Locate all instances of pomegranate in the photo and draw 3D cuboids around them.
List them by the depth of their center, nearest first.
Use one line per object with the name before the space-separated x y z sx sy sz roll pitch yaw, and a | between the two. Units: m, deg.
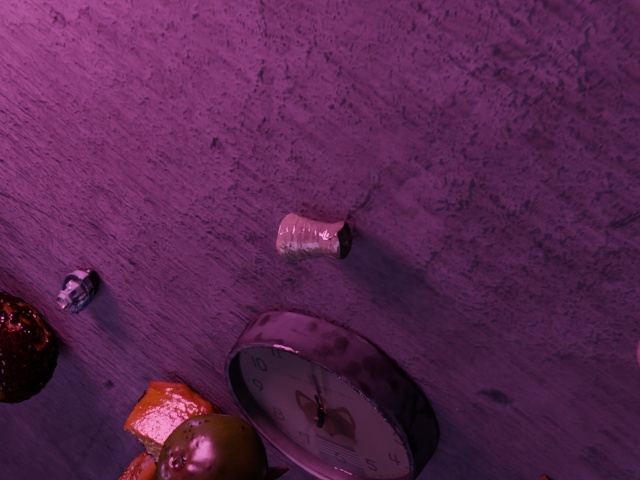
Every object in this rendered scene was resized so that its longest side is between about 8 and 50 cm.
pomegranate | -0.147 0.368 1.260 0.181 0.182 0.224 -5 153 43

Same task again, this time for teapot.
teapot | 0.000 0.000 0.912 0.083 0.057 0.067 3 168 34

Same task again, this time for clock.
clock | 0.007 0.238 1.139 0.325 0.067 0.325 24 141 21

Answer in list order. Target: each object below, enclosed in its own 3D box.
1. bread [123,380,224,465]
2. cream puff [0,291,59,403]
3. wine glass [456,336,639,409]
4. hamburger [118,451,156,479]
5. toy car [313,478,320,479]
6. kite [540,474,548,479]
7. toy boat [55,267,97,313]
bread | -0.208 0.355 1.395 0.134 0.129 0.260 -25 111 46
cream puff | -0.618 0.200 1.550 0.239 0.165 0.239 23 140 21
wine glass | 0.324 0.226 0.799 0.264 0.096 0.310 -15 120 32
hamburger | -0.372 0.531 1.710 0.083 0.138 0.147 18 132 28
toy car | 0.008 0.514 1.345 0.142 0.200 0.248 43 143 52
kite | 0.424 0.424 1.016 0.360 0.022 0.204 26 141 16
toy boat | -0.411 0.088 1.341 0.059 0.066 0.140 45 142 -2
